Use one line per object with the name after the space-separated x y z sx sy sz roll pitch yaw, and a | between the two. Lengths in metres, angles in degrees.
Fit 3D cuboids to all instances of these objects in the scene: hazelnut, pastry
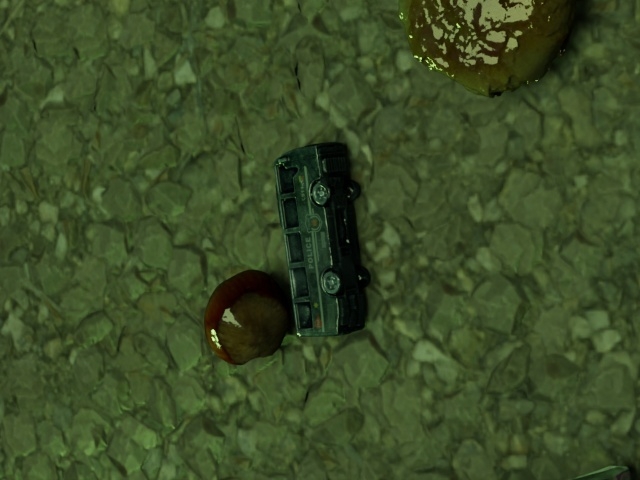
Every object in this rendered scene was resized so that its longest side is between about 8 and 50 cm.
-0.067 0.067 1.695 0.086 0.086 0.086 3 96 33 | hazelnut
0.134 -0.189 1.531 0.153 0.081 0.153 0 91 31 | pastry

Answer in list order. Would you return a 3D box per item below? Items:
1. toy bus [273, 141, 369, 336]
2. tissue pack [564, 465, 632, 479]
0.000 0.000 1.658 0.065 0.047 0.166 -7 91 37 | toy bus
0.173 0.333 1.512 0.198 0.146 0.263 -21 83 34 | tissue pack
